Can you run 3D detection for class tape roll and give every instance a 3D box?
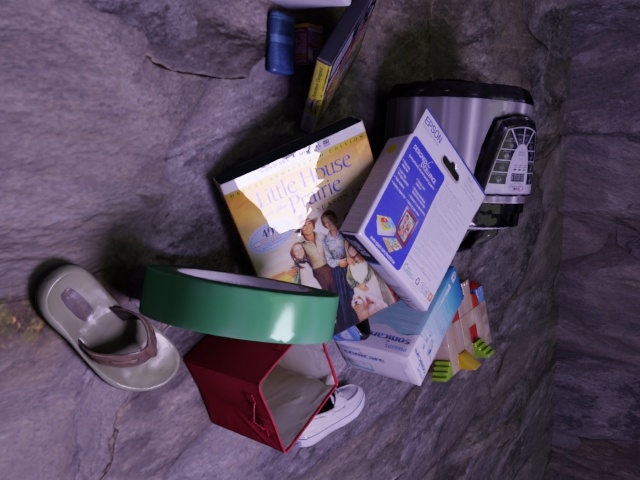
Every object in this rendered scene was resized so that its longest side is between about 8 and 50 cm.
[{"bbox_3d":[-0.131,0.101,1.088,0.321,0.321,0.077,11,88,-55],"label":"tape roll"}]

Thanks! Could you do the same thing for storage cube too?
[{"bbox_3d":[-0.111,0.254,1.263,0.215,0.193,0.184,-45,132,-39],"label":"storage cube"}]

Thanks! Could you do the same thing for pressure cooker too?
[{"bbox_3d":[0.339,-0.177,1.660,0.375,0.369,0.421,-35,130,-79],"label":"pressure cooker"}]

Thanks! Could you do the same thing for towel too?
[{"bbox_3d":[-0.078,-0.391,1.311,0.067,0.029,0.120,-7,103,-53],"label":"towel"}]

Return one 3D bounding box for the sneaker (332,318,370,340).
[{"bbox_3d":[0.083,0.080,1.541,0.129,0.147,0.330,-15,109,-53],"label":"sneaker"}]

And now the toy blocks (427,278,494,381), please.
[{"bbox_3d":[0.413,0.239,2.046,0.381,0.190,0.261,-21,103,-51],"label":"toy blocks"}]

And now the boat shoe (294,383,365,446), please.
[{"bbox_3d":[0.023,0.395,1.569,0.258,0.095,0.084,-27,123,-51],"label":"boat shoe"}]

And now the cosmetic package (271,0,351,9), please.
[{"bbox_3d":[-0.116,-0.576,1.102,0.453,0.161,0.230,6,92,-55],"label":"cosmetic package"}]

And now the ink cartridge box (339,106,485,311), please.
[{"bbox_3d":[0.199,-0.059,1.355,0.303,0.072,0.307,45,65,-40],"label":"ink cartridge box"}]

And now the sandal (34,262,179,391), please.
[{"bbox_3d":[-0.321,0.153,1.034,0.120,0.086,0.303,-63,141,-25],"label":"sandal"}]

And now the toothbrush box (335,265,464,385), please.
[{"bbox_3d":[0.205,0.195,1.678,0.295,0.216,0.126,-56,138,-33],"label":"toothbrush box"}]

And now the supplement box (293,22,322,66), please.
[{"bbox_3d":[-0.027,-0.405,1.368,0.055,0.043,0.083,-11,105,-54],"label":"supplement box"}]

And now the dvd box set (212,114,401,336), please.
[{"bbox_3d":[0.000,0.000,1.331,0.307,0.062,0.420,-26,119,-14],"label":"dvd box set"}]

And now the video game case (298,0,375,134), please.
[{"bbox_3d":[0.042,-0.387,1.358,0.275,0.035,0.248,-63,178,-25],"label":"video game case"}]
